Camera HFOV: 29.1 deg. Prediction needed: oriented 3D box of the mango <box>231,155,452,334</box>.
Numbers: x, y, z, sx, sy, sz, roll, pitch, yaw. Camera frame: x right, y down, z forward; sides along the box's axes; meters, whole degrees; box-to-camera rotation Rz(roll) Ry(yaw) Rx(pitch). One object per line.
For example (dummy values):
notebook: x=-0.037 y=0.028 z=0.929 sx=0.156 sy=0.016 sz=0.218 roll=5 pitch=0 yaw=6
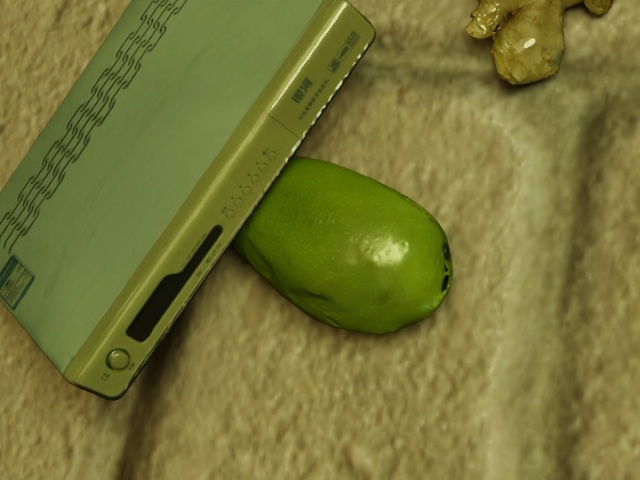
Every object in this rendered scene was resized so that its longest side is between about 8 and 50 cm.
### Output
mango: x=0.000 y=0.000 z=0.718 sx=0.165 sy=0.074 sz=0.091 roll=18 pitch=95 yaw=31

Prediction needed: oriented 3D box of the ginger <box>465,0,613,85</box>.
ginger: x=0.168 y=-0.193 z=0.713 sx=0.176 sy=0.052 sz=0.193 roll=-10 pitch=72 yaw=25

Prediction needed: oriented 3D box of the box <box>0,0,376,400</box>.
box: x=-0.103 y=-0.058 z=0.764 sx=0.211 sy=0.045 sz=0.270 roll=35 pitch=91 yaw=47
